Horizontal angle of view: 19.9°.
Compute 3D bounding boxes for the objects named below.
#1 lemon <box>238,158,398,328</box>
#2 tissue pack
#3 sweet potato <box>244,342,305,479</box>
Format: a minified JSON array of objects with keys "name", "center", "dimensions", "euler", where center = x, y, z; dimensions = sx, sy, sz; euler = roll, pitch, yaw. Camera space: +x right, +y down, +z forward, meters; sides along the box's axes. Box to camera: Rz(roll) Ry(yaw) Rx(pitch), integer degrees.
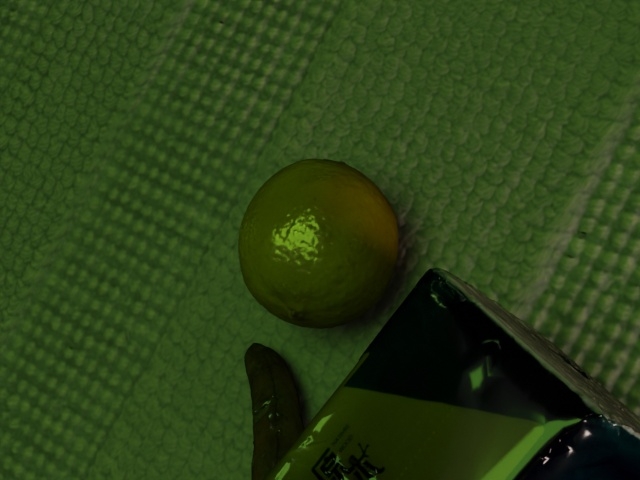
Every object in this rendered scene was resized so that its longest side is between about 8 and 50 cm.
[{"name":"lemon","center":[0.000,0.000,2.030],"dimensions":[0.178,0.178,0.203],"euler":[1,59,32]},{"name":"tissue pack","center":[0.111,0.278,1.802],"dimensions":[0.416,0.253,0.264],"euler":[-52,53,6]},{"name":"sweet potato","center":[-0.047,0.230,2.034],"dimensions":[0.075,0.075,0.273],"euler":[-22,59,24]}]
